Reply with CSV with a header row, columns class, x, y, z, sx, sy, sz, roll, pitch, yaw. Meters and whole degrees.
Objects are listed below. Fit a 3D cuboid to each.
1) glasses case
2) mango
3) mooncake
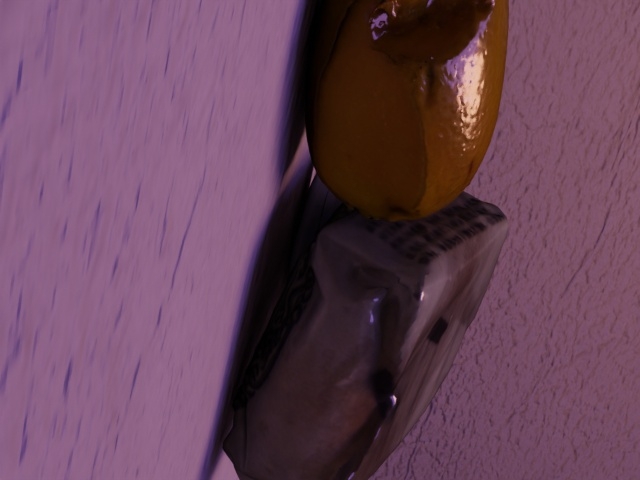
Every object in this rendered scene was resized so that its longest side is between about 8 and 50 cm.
class,x,y,z,sx,sy,sz,roll,pitch,yaw
glasses case,0.000,0.000,0.922,0.067,0.045,0.178,-67,173,-46
mango,0.059,-0.124,0.657,0.262,0.130,0.167,91,15,-59
mooncake,0.034,0.075,0.831,0.254,0.136,0.250,-30,147,-58
